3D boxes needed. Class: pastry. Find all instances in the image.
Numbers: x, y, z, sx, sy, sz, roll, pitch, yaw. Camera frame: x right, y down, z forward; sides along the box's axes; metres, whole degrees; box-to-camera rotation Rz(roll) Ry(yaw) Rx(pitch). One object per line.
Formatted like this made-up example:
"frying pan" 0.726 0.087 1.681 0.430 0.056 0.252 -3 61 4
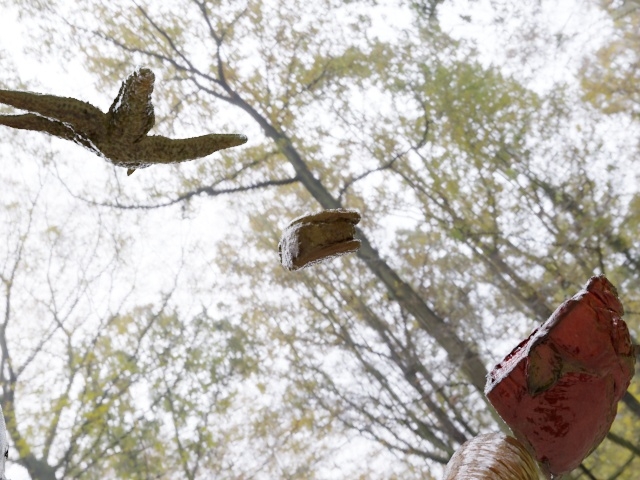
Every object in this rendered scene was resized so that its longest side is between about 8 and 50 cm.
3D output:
"pastry" 0.000 0.000 0.857 0.109 0.057 0.097 -16 -10 10

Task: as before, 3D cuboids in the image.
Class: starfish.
"starfish" -0.170 -0.094 0.610 0.223 0.050 0.217 1 -22 -19

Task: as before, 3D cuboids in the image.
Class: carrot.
"carrot" 0.066 0.117 0.318 0.048 0.048 0.216 -48 -22 9

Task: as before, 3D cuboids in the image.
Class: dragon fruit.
"dragon fruit" 0.226 0.119 0.621 0.161 0.127 0.120 -47 -5 9

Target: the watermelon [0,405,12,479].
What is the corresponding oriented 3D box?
"watermelon" -0.386 0.211 0.741 0.175 0.188 0.322 14 -66 -3
